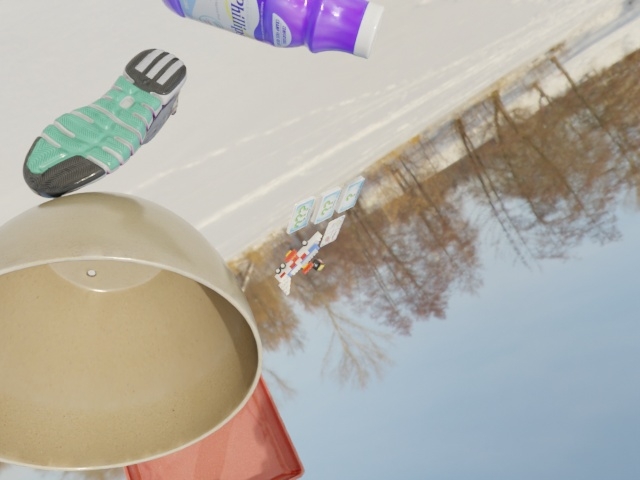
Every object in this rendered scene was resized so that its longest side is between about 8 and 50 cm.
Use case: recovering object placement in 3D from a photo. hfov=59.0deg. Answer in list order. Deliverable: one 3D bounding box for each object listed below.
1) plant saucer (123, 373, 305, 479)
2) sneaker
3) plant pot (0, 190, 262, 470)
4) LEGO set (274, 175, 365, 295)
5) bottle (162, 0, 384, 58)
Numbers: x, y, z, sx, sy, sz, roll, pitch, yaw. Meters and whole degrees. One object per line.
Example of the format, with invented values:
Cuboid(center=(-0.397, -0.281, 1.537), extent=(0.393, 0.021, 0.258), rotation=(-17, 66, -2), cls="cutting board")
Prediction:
Cuboid(center=(-0.194, 0.320, 0.928), extent=(0.259, 0.258, 0.048), rotation=(-15, 148, -26), cls="plant saucer")
Cuboid(center=(-0.227, -0.113, 0.635), extent=(0.224, 0.083, 0.098), rotation=(-52, 175, -28), cls="sneaker")
Cuboid(center=(-0.211, 0.062, 0.554), extent=(0.284, 0.284, 0.191), rotation=(-32, -139, 11), cls="plant pot")
Cuboid(center=(0.000, 0.000, 1.119), extent=(0.182, 0.060, 0.244), rotation=(-26, 151, -38), cls="LEGO set")
Cuboid(center=(-0.062, -0.304, 0.716), extent=(0.118, 0.282, 0.092), rotation=(102, 7, -76), cls="bottle")
